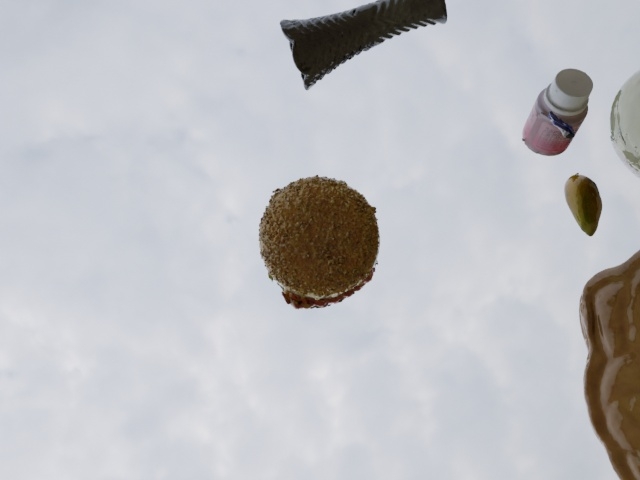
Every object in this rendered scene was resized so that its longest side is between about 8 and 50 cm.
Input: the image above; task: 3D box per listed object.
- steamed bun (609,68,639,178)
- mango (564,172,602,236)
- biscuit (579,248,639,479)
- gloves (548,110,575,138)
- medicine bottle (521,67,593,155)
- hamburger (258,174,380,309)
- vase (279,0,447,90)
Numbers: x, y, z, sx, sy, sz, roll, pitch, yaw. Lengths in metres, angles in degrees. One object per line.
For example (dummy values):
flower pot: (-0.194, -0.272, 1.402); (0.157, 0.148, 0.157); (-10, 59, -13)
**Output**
steamed bun: (0.783, -0.235, 1.403); (0.233, 0.312, 0.334); (-41, -35, 6)
mango: (0.629, -0.090, 1.508); (0.101, 0.066, 0.188); (32, -133, -24)
biscuit: (0.454, 0.160, 0.700); (0.057, 0.311, 0.352); (37, -124, -59)
gloves: (0.605, -0.294, 1.591); (0.064, 0.086, 0.026); (11, -47, -43)
medicine bottle: (0.657, -0.352, 1.745); (0.147, 0.147, 0.247); (-42, -20, -21)
hamburger: (0.000, 0.000, 1.420); (0.275, 0.179, 0.295); (-15, -91, 0)
vase: (0.067, -0.322, 0.951); (0.237, 0.115, 0.116); (-21, -64, 5)
